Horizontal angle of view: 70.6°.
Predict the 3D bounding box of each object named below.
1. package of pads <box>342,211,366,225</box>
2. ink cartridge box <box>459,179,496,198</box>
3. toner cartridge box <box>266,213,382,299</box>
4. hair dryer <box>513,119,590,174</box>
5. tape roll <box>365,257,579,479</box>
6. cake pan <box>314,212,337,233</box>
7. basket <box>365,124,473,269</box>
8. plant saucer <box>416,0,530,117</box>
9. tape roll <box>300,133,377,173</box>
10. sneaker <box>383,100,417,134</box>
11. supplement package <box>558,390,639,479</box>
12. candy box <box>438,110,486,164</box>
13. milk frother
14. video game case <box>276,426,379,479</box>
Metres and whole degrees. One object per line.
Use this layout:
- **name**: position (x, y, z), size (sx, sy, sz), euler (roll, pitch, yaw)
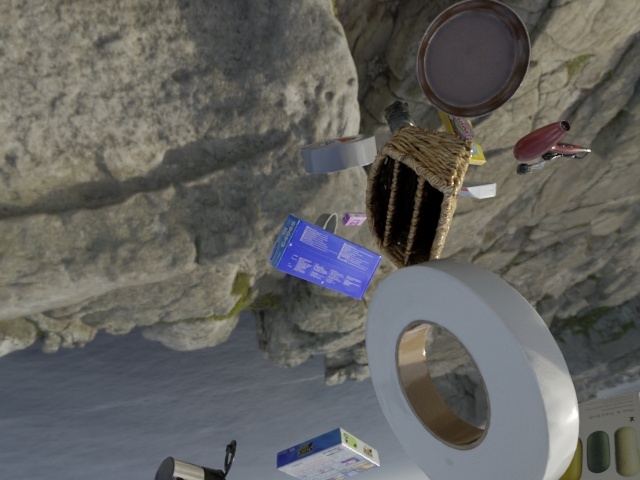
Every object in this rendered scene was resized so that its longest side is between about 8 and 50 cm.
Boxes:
- **package of pads**: position (0.125, -0.079, 1.671), size (0.083, 0.032, 0.050), euler (-2, 144, -35)
- **ink cartridge box**: position (0.487, -0.183, 1.649), size (0.232, 0.066, 0.189), euler (-14, -162, -28)
- **toner cartridge box**: position (0.021, 0.057, 1.423), size (0.348, 0.075, 0.165), euler (24, 93, -33)
- **hair dryer**: position (0.717, -0.299, 1.402), size (0.223, 0.080, 0.293), euler (-17, 165, 19)
- **tape roll**: position (0.212, 0.224, 0.734), size (0.072, 0.392, 0.392), euler (-12, 155, -29)
- **cake pan**: position (0.000, 0.000, 2.112), size (0.054, 0.293, 0.293), euler (21, 154, 14)
- **basket**: position (0.196, -0.082, 1.031), size (0.213, 0.223, 0.299), euler (18, 137, 16)
- **plant saucer**: position (0.423, -0.506, 1.271), size (0.310, 0.050, 0.310), euler (1, 112, 3)
- **tape roll**: position (0.055, -0.256, 1.326), size (0.219, 0.219, 0.072), euler (-11, 108, 0)
- **sneaker**: position (0.262, -0.340, 1.369), size (0.087, 0.130, 0.227), euler (-24, 149, 24)
- **supplement package**: position (0.608, 0.490, 0.920), size (0.199, 0.198, 0.263), euler (-35, -175, 38)
- **candy box**: position (0.441, -0.331, 1.412), size (0.105, 0.206, 0.027), euler (-1, 157, -32)
- **milk frother**: position (-0.268, 0.504, 0.997), size (0.135, 0.143, 0.129), euler (34, 139, -31)
- **video game case**: position (0.027, 0.759, 1.567), size (0.269, 0.061, 0.244), euler (-30, 127, 20)
